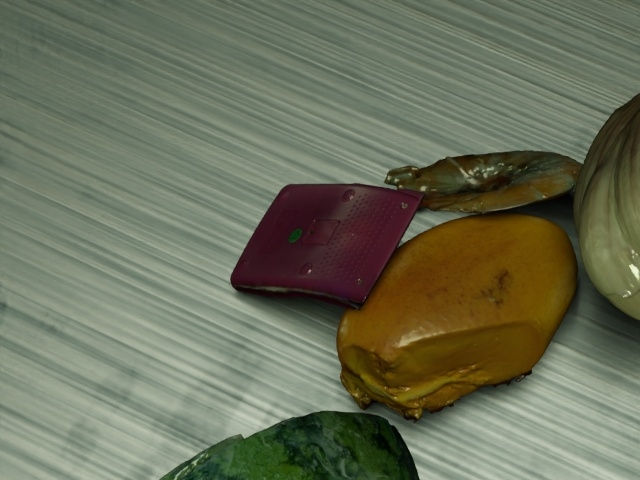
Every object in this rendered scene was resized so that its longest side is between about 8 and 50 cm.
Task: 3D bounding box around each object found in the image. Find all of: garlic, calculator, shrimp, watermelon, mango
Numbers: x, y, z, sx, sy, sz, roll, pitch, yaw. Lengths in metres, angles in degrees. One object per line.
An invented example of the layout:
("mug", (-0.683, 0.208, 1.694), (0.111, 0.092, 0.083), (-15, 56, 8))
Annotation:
("garlic", (0.359, -0.055, 1.424), (0.322, 0.322, 0.241), (-32, 67, -7))
("calculator", (0.000, 0.000, 1.512), (0.190, 0.034, 0.126), (6, 59, 46))
("shrimp", (0.153, -0.056, 1.534), (0.187, 0.132, 0.051), (-7, 99, 14))
("watermelon", (-0.014, 0.246, 1.327), (0.305, 0.180, 0.224), (-18, 98, -31))
("mango", (0.129, 0.059, 1.493), (0.252, 0.126, 0.154), (-33, 53, -17))
